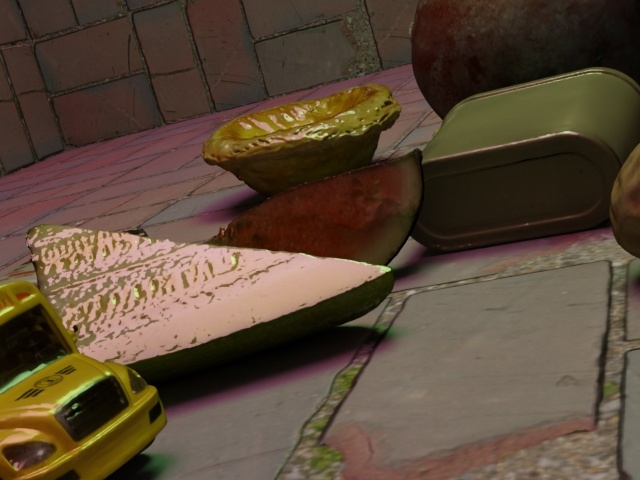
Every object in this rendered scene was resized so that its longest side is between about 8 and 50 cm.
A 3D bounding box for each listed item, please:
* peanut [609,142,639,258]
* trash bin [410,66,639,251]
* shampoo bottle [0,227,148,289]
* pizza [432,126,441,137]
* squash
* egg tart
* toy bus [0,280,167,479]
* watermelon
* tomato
[{"bbox_3d":[0.325,-0.034,0.709,0.325,0.140,0.153,-8,56,61],"label":"peanut"},{"bbox_3d":[0.219,-0.086,1.110,0.243,0.121,0.247,-10,17,24],"label":"trash bin"},{"bbox_3d":[-0.303,0.038,1.300,0.153,0.071,0.284,-11,15,13],"label":"shampoo bottle"},{"bbox_3d":[0.228,-0.178,1.662,0.099,0.035,0.160,-16,12,2],"label":"pizza"},{"bbox_3d":[-0.096,0.042,0.923,0.289,0.111,0.203,-20,47,-4],"label":"squash"},{"bbox_3d":[-0.021,-0.143,1.619,0.319,0.128,0.319,-15,15,4],"label":"egg tart"},{"bbox_3d":[-0.276,0.118,0.747,0.330,0.152,0.144,-8,14,31],"label":"toy bus"},{"bbox_3d":[-0.002,-0.004,1.007,0.245,0.119,0.063,-24,24,-1],"label":"watermelon"},{"bbox_3d":[0.272,-0.262,1.345,0.317,0.316,0.282,-21,29,-21],"label":"tomato"}]
